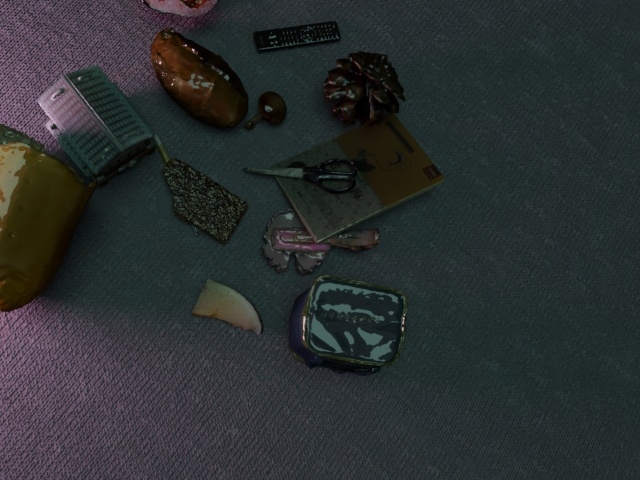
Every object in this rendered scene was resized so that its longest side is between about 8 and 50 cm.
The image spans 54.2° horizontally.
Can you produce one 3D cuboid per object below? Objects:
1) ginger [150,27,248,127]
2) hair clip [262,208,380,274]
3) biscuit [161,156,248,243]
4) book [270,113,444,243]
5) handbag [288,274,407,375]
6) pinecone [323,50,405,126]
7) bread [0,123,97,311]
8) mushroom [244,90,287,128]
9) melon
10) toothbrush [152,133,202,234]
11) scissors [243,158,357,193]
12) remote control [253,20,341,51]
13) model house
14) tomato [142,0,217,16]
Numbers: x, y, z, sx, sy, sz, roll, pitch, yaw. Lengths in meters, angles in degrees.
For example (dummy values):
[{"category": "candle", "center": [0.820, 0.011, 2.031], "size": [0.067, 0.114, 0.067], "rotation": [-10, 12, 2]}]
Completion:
[{"category": "ginger", "center": [-0.322, -0.420, 1.604], "size": [0.321, 0.172, 0.165], "rotation": [46, 113, 0]}, {"category": "hair clip", "center": [0.002, 0.002, 1.624], "size": [0.301, 0.069, 0.172], "rotation": [0, 75, 2]}, {"category": "biscuit", "center": [-0.311, -0.104, 1.597], "size": [0.237, 0.026, 0.131], "rotation": [33, 68, -9]}, {"category": "book", "center": [0.096, -0.174, 1.657], "size": [0.389, 0.032, 0.269], "rotation": [-27, 65, -14]}, {"category": "handbag", "center": [0.060, 0.208, 1.507], "size": [0.263, 0.241, 0.222], "rotation": [12, 76, -6]}, {"category": "pinecone", "center": [0.115, -0.397, 1.652], "size": [0.201, 0.229, 0.202], "rotation": [-21, 90, 30]}, {"category": "bread", "center": [-0.674, -0.039, 1.396], "size": [0.250, 0.361, 0.394], "rotation": [20, 87, -23]}, {"category": "mushroom", "center": [-0.143, -0.339, 1.666], "size": [0.129, 0.073, 0.088], "rotation": [-45, 119, -12]}, {"category": "melon", "center": [-0.221, 0.166, 1.567], "size": [0.182, 0.054, 0.097], "rotation": [18, 83, -6]}, {"category": "toothbrush", "center": [-0.368, -0.147, 1.616], "size": [0.024, 0.021, 0.288], "rotation": [-23, 84, -24]}, {"category": "scissors", "center": [-0.055, -0.177, 1.632], "size": [0.300, 0.022, 0.109], "rotation": [6, 58, 5]}, {"category": "remote control", "center": [-0.063, -0.569, 1.746], "size": [0.245, 0.025, 0.063], "rotation": [-11, 80, -11]}, {"category": "model house", "center": [-0.529, -0.267, 1.512], "size": [0.198, 0.215, 0.224], "rotation": [-37, 87, -12]}, {"category": "tomato", "center": [-0.367, -0.687, 1.647], "size": [0.214, 0.155, 0.180], "rotation": [15, 113, -11]}]
